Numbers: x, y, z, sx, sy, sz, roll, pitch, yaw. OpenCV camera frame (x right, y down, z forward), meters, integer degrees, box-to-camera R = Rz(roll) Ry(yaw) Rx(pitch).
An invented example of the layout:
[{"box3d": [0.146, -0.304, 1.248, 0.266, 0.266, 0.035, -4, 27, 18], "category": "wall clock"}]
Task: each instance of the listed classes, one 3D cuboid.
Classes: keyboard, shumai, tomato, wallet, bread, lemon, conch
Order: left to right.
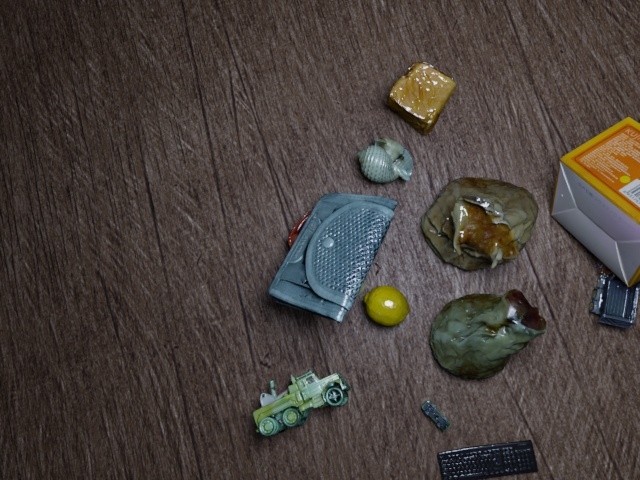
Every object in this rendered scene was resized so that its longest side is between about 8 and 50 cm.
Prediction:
[{"box3d": [0.009, -0.001, 1.253, 0.166, 0.082, 0.174, 35, 80, 24], "category": "tomato"}, {"box3d": [0.029, 0.020, 1.113, 0.237, 0.075, 0.342, 12, 64, 38], "category": "wallet"}, {"box3d": [0.179, -0.223, 1.264, 0.153, 0.102, 0.135, 27, 72, -24], "category": "conch"}, {"box3d": [0.179, 0.177, 1.205, 0.133, 0.109, 0.109, 17, 84, 11], "category": "lemon"}, {"box3d": [0.282, -0.403, 1.256, 0.158, 0.149, 0.143, 37, 90, 9], "category": "bread"}, {"box3d": [0.417, 0.239, 1.131, 0.222, 0.203, 0.272, 42, 92, 10], "category": "shumai"}, {"box3d": [0.440, 0.583, 1.173, 0.251, 0.017, 0.087, -9, 83, 5], "category": "keyboard"}, {"box3d": [0.438, -0.067, 1.140, 0.314, 0.262, 0.267, -20, 82, 1], "category": "shumai"}]

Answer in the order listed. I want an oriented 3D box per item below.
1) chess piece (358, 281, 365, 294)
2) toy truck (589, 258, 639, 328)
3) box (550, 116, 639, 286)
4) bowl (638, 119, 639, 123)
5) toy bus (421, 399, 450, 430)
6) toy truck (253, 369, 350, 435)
[{"box3d": [0.077, 0.112, 1.177, 0.090, 0.200, 0.090, -1, 83, 4], "category": "chess piece"}, {"box3d": [0.779, 0.127, 1.164, 0.083, 0.092, 0.192, 13, 83, 8], "category": "toy truck"}, {"box3d": [0.748, -0.093, 1.068, 0.214, 0.259, 0.283, -32, 55, 3], "category": "box"}, {"box3d": [1.009, -0.239, 1.104, 0.354, 0.185, 0.353, 2, 72, -7], "category": "bowl"}, {"box3d": [0.309, 0.468, 1.191, 0.031, 0.037, 0.083, -45, 80, -1], "category": "toy bus"}, {"box3d": [-0.053, 0.419, 1.191, 0.260, 0.128, 0.135, -22, 67, 2], "category": "toy truck"}]
